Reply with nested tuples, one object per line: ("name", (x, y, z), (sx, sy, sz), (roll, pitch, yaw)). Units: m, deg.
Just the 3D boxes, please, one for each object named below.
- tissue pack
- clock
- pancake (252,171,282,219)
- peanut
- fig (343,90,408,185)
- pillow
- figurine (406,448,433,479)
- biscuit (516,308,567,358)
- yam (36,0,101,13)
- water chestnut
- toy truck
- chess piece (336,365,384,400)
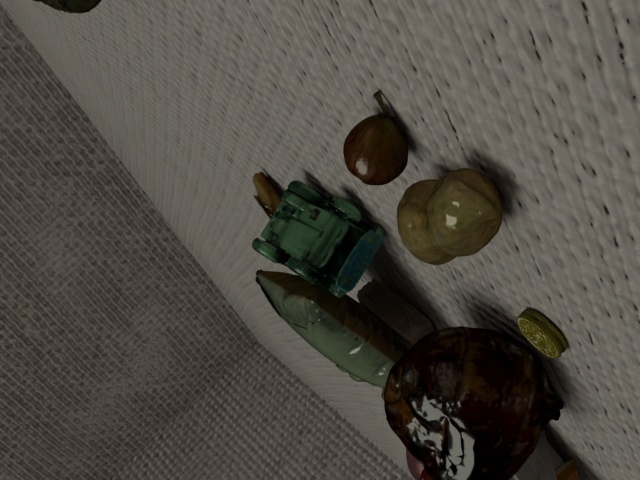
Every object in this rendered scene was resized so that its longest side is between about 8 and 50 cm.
("tissue pack", (0.180, 0.218, 2.191), (0.170, 0.071, 0.325), (41, 167, 34))
("clock", (0.368, 0.429, 2.015), (0.309, 0.166, 0.235), (54, 168, 2))
("pancake", (-0.047, -0.015, 2.267), (0.212, 0.056, 0.257), (48, 178, 32))
("peanut", (0.163, -0.028, 1.369), (0.117, 0.101, 0.263), (28, 170, -9))
("fig", (0.077, -0.135, 1.410), (0.089, 0.089, 0.125), (41, 144, 25))
("pillow", (0.041, 0.170, 2.027), (0.310, 0.119, 0.312), (41, 173, -22))
("figurine", (0.285, 0.514, 2.582), (0.173, 0.173, 0.173), (44, 168, 12))
("biscuit", (0.317, 0.134, 1.547), (0.084, 0.023, 0.084), (44, 168, 12))
("yam", (-0.495, -0.503, 1.999), (0.254, 0.154, 0.154), (23, 155, 47))
("water chestnut", (0.244, 0.257, 1.724), (0.289, 0.244, 0.289), (25, 131, 34))
("toy truck", (0.000, 0.000, 1.926), (0.156, 0.155, 0.279), (34, 176, -31))
("chess piece", (0.166, 0.322, 2.479), (0.243, 0.133, 0.133), (43, 168, -1))
